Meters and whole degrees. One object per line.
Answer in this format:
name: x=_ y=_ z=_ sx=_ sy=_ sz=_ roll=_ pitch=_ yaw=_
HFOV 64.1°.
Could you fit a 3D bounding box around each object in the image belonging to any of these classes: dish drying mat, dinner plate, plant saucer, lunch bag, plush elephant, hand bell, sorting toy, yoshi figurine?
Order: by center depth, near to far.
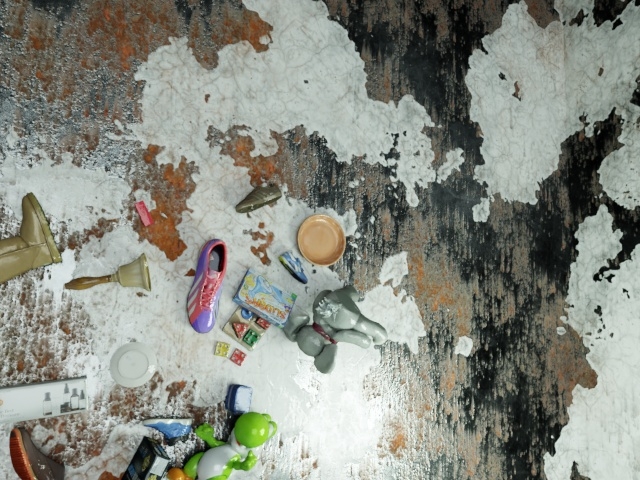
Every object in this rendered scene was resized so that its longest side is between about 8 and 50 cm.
hand bell: x=-0.659 y=0.121 z=1.580 sx=0.242 sy=0.126 sz=0.126 roll=-10 pitch=88 yaw=-14
dinner plate: x=-0.588 y=0.391 z=1.610 sx=0.141 sy=0.017 sz=0.141 roll=4 pitch=80 yaw=-25
yoshi figurine: x=-0.294 y=0.663 z=1.610 sx=0.362 sy=0.203 sz=0.203 roll=-35 pitch=100 yaw=-27
dish drying mat: x=-0.581 y=-0.088 z=1.681 sx=0.032 sy=0.008 sz=0.083 roll=-26 pitch=94 yaw=-27
lunch bag: x=-0.275 y=0.533 z=1.714 sx=0.067 sy=0.065 sz=0.098 roll=20 pitch=73 yaw=-38
sorting toy: x=-0.252 y=0.301 z=1.766 sx=0.132 sy=0.046 sz=0.274 roll=41 pitch=69 yaw=-15
plush elephant: x=0.029 y=0.318 z=1.803 sx=0.330 sy=0.255 sz=0.272 roll=17 pitch=29 yaw=-55
plant saucer: x=0.000 y=0.000 z=1.931 sx=0.200 sy=0.037 sz=0.199 roll=4 pitch=81 yaw=-25

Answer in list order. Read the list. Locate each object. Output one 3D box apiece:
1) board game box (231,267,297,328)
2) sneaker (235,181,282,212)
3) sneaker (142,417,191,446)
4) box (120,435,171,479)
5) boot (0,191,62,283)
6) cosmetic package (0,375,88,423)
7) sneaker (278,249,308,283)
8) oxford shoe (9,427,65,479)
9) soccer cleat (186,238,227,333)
board game box: x=-0.192 y=0.201 z=1.783 sx=0.201 sy=0.035 sz=0.136 roll=32 pitch=52 yaw=-14
sneaker: x=-0.231 y=-0.155 z=1.836 sx=0.188 sy=0.066 sz=0.071 roll=-22 pitch=76 yaw=-31
sneaker: x=-0.484 y=0.604 z=1.607 sx=0.152 sy=0.058 sz=0.084 roll=13 pitch=69 yaw=-30
box: x=-0.519 y=0.686 z=1.490 sx=0.051 sy=0.220 sz=0.175 roll=32 pitch=72 yaw=-21
boot: x=-0.918 y=0.006 z=1.464 sx=0.270 sy=0.089 sz=0.236 roll=-21 pitch=92 yaw=-25
cosmetic package: x=-0.802 y=0.458 z=1.473 sx=0.239 sy=0.060 sz=0.098 roll=-2 pitch=83 yaw=-26
sneaker: x=-0.087 y=0.097 z=1.868 sx=0.059 sy=0.053 sz=0.144 roll=-44 pitch=103 yaw=-26
oxford shoe: x=-0.794 y=0.644 z=1.450 sx=0.098 sy=0.097 sz=0.271 roll=-25 pitch=95 yaw=-50
soccer cleat: x=-0.369 y=0.148 z=1.690 sx=0.109 sy=0.116 sz=0.318 roll=13 pitch=78 yaw=-24
